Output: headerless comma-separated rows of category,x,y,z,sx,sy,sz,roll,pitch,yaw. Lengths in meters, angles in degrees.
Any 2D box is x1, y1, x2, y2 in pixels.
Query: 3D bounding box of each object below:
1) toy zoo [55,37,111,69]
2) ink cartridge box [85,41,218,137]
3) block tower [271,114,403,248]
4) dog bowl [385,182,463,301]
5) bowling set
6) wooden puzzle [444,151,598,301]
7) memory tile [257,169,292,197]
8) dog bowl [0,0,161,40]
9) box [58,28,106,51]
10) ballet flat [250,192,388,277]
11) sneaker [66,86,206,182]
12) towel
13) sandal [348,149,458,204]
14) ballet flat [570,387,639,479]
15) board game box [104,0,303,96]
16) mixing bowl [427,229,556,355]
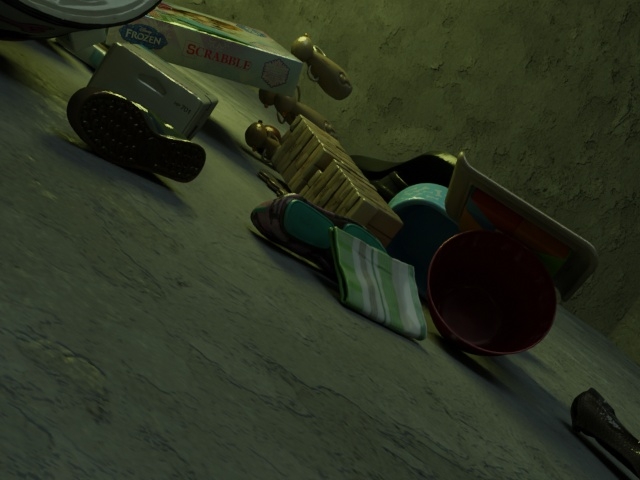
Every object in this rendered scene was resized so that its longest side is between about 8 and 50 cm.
toy zoo,-0.311,-0.272,1.757,0.192,0.030,0.293,35,8,-8
ink cartridge box,-0.223,-0.197,1.504,0.140,0.082,0.190,35,9,-4
block tower,0.020,-0.078,1.721,0.097,0.091,0.335,32,14,-28
dog bowl,0.212,0.036,1.748,0.297,0.166,0.074,38,20,12
bowling set,-0.078,-0.206,2.003,0.200,0.287,0.154,-13,-37,37
wooden puzzle,0.271,-0.009,1.577,0.239,0.044,0.221,39,-11,11
memory tile,-0.032,-0.063,1.787,0.148,0.012,0.113,29,11,-39
dog bowl,-0.355,-0.411,1.274,0.408,0.150,0.408,23,59,-44
box,-0.423,-0.437,1.614,0.322,0.058,0.232,38,-35,42
ballet flat,0.000,0.000,1.378,0.079,0.077,0.221,7,-16,46
sneaker,-0.212,-0.119,1.187,0.086,0.064,0.192,32,4,37
towel,0.071,0.052,1.341,0.152,0.023,0.113,28,38,-43
sandal,0.136,-0.061,1.945,0.446,0.107,0.167,6,-56,61
ballet flat,0.403,0.287,1.464,0.084,0.058,0.250,58,-2,-40
board game box,-0.219,-0.347,1.908,0.318,0.066,0.318,13,16,-20
mixing bowl,0.219,0.086,1.519,0.181,0.181,0.098,37,-28,5
